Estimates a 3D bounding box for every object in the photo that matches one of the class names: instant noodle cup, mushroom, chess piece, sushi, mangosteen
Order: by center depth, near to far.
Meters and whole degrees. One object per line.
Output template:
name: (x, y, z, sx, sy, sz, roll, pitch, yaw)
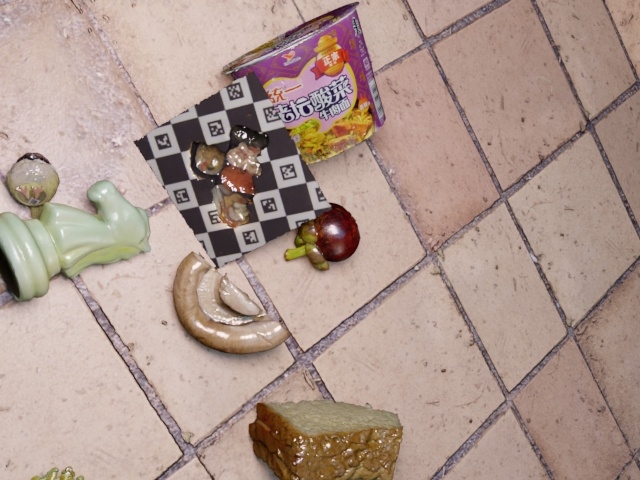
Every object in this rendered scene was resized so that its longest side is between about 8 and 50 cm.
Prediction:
chess piece: (-0.476, -0.011, 1.212, 0.298, 0.176, 0.176, -25, 98, -35)
mushroom: (-0.213, 0.163, 1.346, 0.285, 0.156, 0.151, 41, 81, -7)
sushi: (-0.182, -0.153, 1.358, 0.320, 0.069, 0.339, -27, 103, 19)
instant noodle cup: (-0.018, -0.341, 1.403, 0.340, 0.340, 0.266, -37, 115, -25)
mangosteen: (0.009, -0.002, 1.468, 0.181, 0.146, 0.156, -35, 105, -25)

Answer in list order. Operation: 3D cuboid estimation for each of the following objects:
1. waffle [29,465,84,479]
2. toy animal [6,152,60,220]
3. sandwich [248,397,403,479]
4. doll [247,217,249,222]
waffle: (-0.531, 0.538, 1.204, 0.183, 0.036, 0.169, -26, 102, -29)
toy animal: (-0.562, -0.109, 1.219, 0.098, 0.137, 0.098, 8, 45, -8)
sandwich: (0.032, 0.448, 1.385, 0.325, 0.262, 0.131, 4, 90, -28)
doll: (-0.128, -0.071, 1.442, 0.102, 0.089, 0.179, 37, 94, -21)
